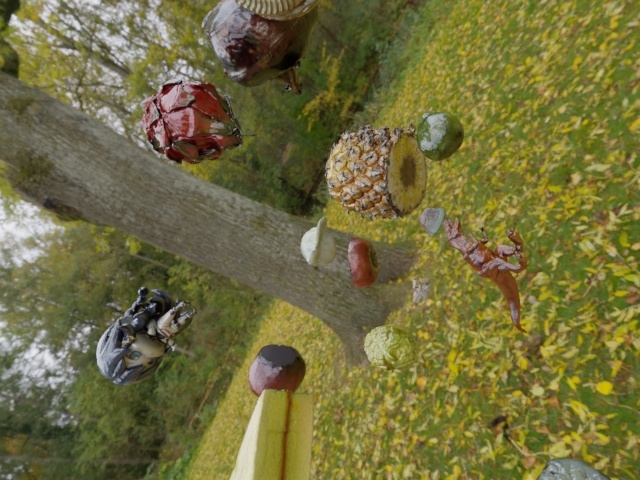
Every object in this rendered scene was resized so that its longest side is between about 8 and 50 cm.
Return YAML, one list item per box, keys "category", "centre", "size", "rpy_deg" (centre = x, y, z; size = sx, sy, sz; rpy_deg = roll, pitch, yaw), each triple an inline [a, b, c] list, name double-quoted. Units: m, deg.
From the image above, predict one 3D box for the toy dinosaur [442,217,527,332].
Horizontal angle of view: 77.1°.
- category: "toy dinosaur"
  centre: [0.534, 0.082, 1.191]
  size: [0.097, 0.432, 0.208]
  rpy_deg: [-27, -13, -35]

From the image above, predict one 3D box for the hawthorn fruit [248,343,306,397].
- category: "hawthorn fruit"
  centre: [-0.170, 0.525, 1.552]
  size: [0.215, 0.215, 0.250]
  rpy_deg: [-159, 87, -78]

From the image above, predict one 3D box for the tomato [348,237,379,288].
- category: "tomato"
  centre: [0.184, 0.086, 1.652]
  size: [0.084, 0.225, 0.225]
  rpy_deg: [-9, 44, 25]

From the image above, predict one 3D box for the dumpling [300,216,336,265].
- category: "dumpling"
  centre: [-0.003, -0.001, 1.242]
  size: [0.181, 0.111, 0.155]
  rpy_deg: [-125, 44, -59]

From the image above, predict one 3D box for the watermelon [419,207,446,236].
- category: "watermelon"
  centre: [0.453, -0.066, 1.642]
  size: [0.081, 0.094, 0.180]
  rpy_deg: [-54, -31, -25]

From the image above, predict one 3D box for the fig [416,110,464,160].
- category: "fig"
  centre: [0.306, -0.292, 1.069]
  size: [0.156, 0.123, 0.123]
  rpy_deg: [58, 133, 28]

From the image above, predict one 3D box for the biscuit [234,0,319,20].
- category: "biscuit"
  centre: [-0.099, -0.590, 0.822]
  size: [0.259, 0.259, 0.079]
  rpy_deg: [-58, 3, 30]

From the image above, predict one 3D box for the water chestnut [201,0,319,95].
- category: "water chestnut"
  centre: [-0.145, -0.584, 1.176]
  size: [0.335, 0.347, 0.335]
  rpy_deg: [-33, 30, 22]

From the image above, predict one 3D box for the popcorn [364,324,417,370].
- category: "popcorn"
  centre: [0.341, 0.505, 1.893]
  size: [0.236, 0.251, 0.206]
  rpy_deg: [-16, 69, 32]

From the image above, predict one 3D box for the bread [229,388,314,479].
- category: "bread"
  centre: [-0.122, 0.514, 0.997]
  size: [0.163, 0.167, 0.264]
  rpy_deg: [-30, 47, 51]

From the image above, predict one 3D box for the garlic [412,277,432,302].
- category: "garlic"
  centre: [0.402, 0.198, 1.588]
  size: [0.094, 0.074, 0.113]
  rpy_deg: [130, 164, -80]

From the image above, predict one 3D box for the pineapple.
- category: "pineapple"
  centre: [0.193, -0.243, 1.415]
  size: [0.300, 0.352, 0.353]
  rpy_deg: [15, 77, 38]

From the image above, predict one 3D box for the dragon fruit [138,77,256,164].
- category: "dragon fruit"
  centre: [-0.302, -0.286, 1.017]
  size: [0.234, 0.292, 0.234]
  rpy_deg: [17, -90, -85]

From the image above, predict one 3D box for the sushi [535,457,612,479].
- category: "sushi"
  centre: [0.584, 0.683, 0.950]
  size: [0.210, 0.350, 0.171]
  rpy_deg: [8, 107, 40]

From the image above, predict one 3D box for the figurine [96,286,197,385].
- category: "figurine"
  centre: [-0.444, 0.238, 1.024]
  size: [0.265, 0.175, 0.197]
  rpy_deg: [-47, 25, -16]
